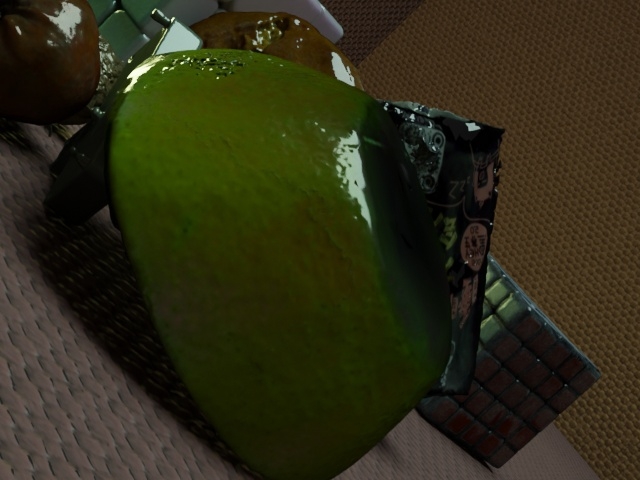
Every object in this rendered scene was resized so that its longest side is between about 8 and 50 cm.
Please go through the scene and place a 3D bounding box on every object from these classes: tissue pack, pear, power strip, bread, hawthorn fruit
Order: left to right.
[{"bbox_3d":[-0.267,-0.179,1.016,0.149,0.149,0.189,47,8,6],"label":"hawthorn fruit"},{"bbox_3d":[-0.197,-0.102,1.001,0.061,0.145,0.215,39,44,-20],"label":"power strip"},{"bbox_3d":[-0.090,-0.163,1.471,0.312,0.312,0.172,48,-9,14],"label":"bread"},{"bbox_3d":[0.002,-0.001,0.926,0.399,0.165,0.398,52,27,-41],"label":"pear"},{"bbox_3d":[0.087,0.015,1.223,0.123,0.332,0.245,8,2,43],"label":"tissue pack"}]

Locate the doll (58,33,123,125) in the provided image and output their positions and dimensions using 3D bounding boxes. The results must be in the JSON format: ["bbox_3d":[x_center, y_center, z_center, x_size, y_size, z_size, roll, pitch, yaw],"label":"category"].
[{"bbox_3d":[-0.270,-0.183,1.158,0.221,0.105,0.115,44,0,-4],"label":"doll"}]

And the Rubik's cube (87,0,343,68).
[{"bbox_3d":[-0.217,-0.364,1.660,0.322,0.316,0.319,49,8,31],"label":"Rubik's cube"}]

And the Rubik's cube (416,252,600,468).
[{"bbox_3d":[0.254,0.177,1.744,0.238,0.237,0.237,42,7,-37],"label":"Rubik's cube"}]
